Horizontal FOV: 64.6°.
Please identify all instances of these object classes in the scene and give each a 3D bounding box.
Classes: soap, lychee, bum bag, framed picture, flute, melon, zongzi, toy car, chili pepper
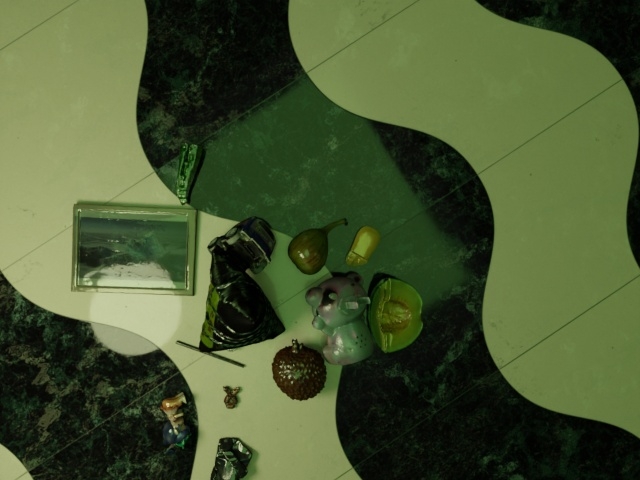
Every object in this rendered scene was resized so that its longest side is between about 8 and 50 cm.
[{"bbox_3d":[0.160,0.028,1.881,0.089,0.033,0.168,25,91,0],"label":"soap"},{"bbox_3d":[-0.077,0.460,1.804,0.200,0.200,0.238,-6,110,-2],"label":"lychee"},{"bbox_3d":[-0.345,0.884,1.857,0.137,0.074,0.310,14,85,9],"label":"bum bag"},{"bbox_3d":[-0.679,0.036,1.851,0.446,0.028,0.326,2,91,-2],"label":"framed picture"},{"bbox_3d":[-0.410,0.422,1.877,0.269,0.014,0.014,21,90,-3],"label":"flute"},{"bbox_3d":[0.275,0.266,1.855,0.169,0.129,0.265,2,88,-24],"label":"melon"},{"bbox_3d":[-0.255,0.254,1.668,0.319,0.362,0.383,-17,123,-18],"label":"zongzi"},{"bbox_3d":[-0.275,0.017,1.797,0.235,0.158,0.172,-19,120,36],"label":"toy car"},{"bbox_3d":[-0.481,-0.238,1.841,0.088,0.059,0.227,9,93,-7],"label":"chili pepper"}]

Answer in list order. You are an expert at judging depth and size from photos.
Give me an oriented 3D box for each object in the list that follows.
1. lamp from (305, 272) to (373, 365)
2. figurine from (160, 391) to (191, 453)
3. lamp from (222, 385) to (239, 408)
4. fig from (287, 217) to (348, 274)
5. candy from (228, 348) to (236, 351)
[{"bbox_3d":[0.090,0.274,1.778,0.247,0.247,0.301,-15,90,-31],"label":"lamp"},{"bbox_3d":[-0.530,0.662,1.842,0.102,0.111,0.195,-9,88,-19],"label":"figurine"},{"bbox_3d":[-0.334,0.583,1.875,0.063,0.031,0.083,6,95,-2],"label":"lamp"},{"bbox_3d":[0.000,0.000,1.823,0.259,0.151,0.151,-45,92,-5],"label":"fig"},{"bbox_3d":[-0.361,0.327,1.861,0.053,0.046,0.182,-23,96,14],"label":"candy"}]
